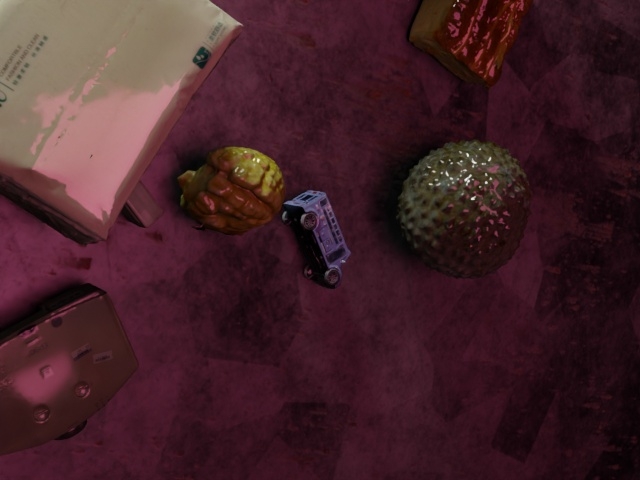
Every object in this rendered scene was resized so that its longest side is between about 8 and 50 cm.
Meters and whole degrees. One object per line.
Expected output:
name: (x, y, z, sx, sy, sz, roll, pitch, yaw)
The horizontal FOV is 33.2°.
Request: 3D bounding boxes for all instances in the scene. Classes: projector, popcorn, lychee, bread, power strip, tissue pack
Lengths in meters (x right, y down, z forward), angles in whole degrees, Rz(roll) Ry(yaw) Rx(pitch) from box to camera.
projector: (-0.415, 0.203, 1.610, 0.269, 0.088, 0.193, -30, 115, -26)
popcorn: (-0.143, -0.077, 1.711, 0.173, 0.173, 0.142, -5, 93, -34)
lychee: (0.269, -0.059, 1.938, 0.255, 0.274, 0.255, 12, 62, -24)
bread: (0.296, -0.441, 1.965, 0.184, 0.114, 0.275, 30, 83, -34)
power strip: (-0.308, -0.090, 1.640, 0.042, 0.075, 0.175, -43, 118, -18)
tissue pack: (-0.334, -0.219, 1.488, 0.297, 0.207, 0.380, 33, 78, -17)

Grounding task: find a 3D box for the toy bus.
toy bus: (0.000, 0.000, 1.865, 0.076, 0.073, 0.167, -34, 115, -27)
